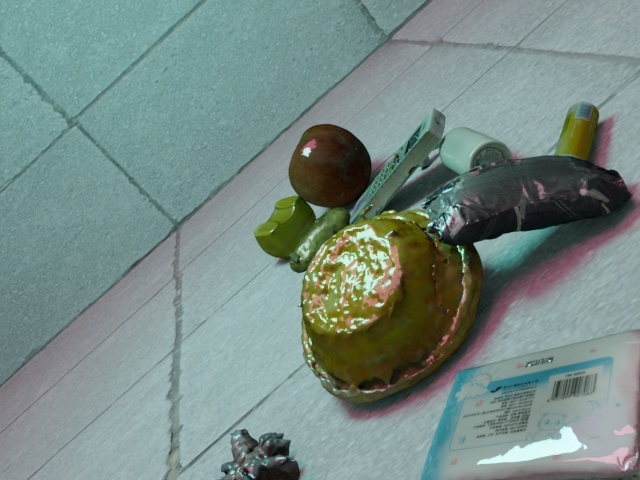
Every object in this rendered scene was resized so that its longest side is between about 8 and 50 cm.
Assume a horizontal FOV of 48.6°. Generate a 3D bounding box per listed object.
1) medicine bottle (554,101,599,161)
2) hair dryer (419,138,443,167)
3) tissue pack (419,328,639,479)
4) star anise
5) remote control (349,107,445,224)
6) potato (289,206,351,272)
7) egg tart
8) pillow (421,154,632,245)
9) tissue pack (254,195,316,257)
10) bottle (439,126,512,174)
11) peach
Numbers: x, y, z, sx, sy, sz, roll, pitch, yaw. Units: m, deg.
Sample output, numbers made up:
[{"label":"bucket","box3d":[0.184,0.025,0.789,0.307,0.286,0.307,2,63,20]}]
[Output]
[{"label":"medicine bottle","box3d":[0.481,-0.181,1.338,0.074,0.074,0.218,-23,26,43]},{"label":"hair dryer","box3d":[0.300,-0.241,1.850,0.124,0.063,0.038,-23,18,-5]},{"label":"tissue pack","box3d":[0.268,0.227,0.820,0.271,0.124,0.201,-26,27,42]},{"label":"star anise","box3d":[-0.125,0.412,1.232,0.229,0.093,0.236,-37,22,13]},{"label":"remote control","box3d":[0.187,-0.169,1.758,0.344,0.050,0.145,-51,9,32]},{"label":"potato","box3d":[0.000,0.000,1.832,0.225,0.090,0.117,-46,-8,-26]},{"label":"egg tart","box3d":[0.094,0.092,1.264,0.387,0.169,0.388,-24,47,29]},{"label":"pillow","box3d":[0.341,-0.070,1.190,0.334,0.093,0.162,-11,41,7]},{"label":"tissue pack","box3d":[-0.095,-0.033,2.053,0.123,0.127,0.178,-4,43,50]},{"label":"bottle","box3d":[0.335,-0.196,1.593,0.104,0.104,0.245,-41,20,5]},{"label":"peach","box3d":[0.030,-0.212,2.032,0.252,0.252,0.252,-37,20,16]}]
